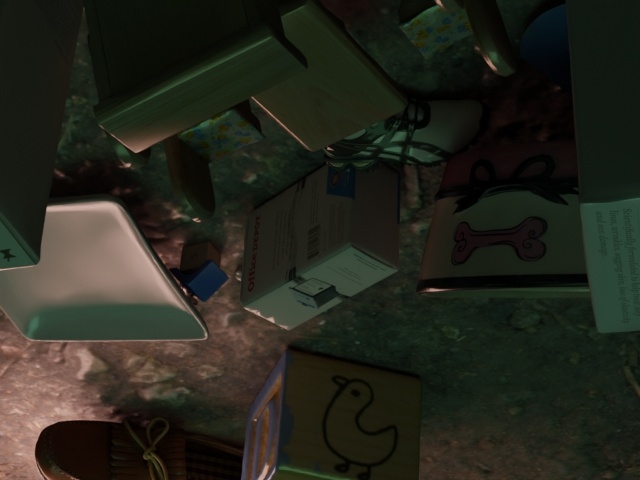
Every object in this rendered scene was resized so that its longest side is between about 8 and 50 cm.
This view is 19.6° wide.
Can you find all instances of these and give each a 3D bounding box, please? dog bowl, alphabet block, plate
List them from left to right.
[{"bbox_3d":[-0.302,0.029,2.265,0.278,0.045,0.277,-2,141,25],"label":"plate"},{"bbox_3d":[0.013,0.286,2.506,0.197,0.192,0.193,13,146,-13],"label":"alphabet block"},{"bbox_3d":[0.303,-0.018,1.952,0.408,0.150,0.408,-1,176,0],"label":"dog bowl"}]

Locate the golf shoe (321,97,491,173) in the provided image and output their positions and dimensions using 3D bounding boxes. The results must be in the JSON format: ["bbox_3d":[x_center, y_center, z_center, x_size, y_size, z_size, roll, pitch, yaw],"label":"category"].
[{"bbox_3d":[0.084,-0.127,2.012,0.198,0.077,0.094,-12,141,19],"label":"golf shoe"}]

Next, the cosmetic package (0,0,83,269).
[{"bbox_3d":[-0.356,-0.151,1.775,0.197,0.365,0.155,-8,143,16],"label":"cosmetic package"}]

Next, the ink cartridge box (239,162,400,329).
[{"bbox_3d":[0.000,0.000,2.145,0.082,0.139,0.191,27,140,-31],"label":"ink cartridge box"}]

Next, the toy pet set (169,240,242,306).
[{"bbox_3d":[-0.126,0.056,2.302,0.122,0.065,0.114,-13,141,22],"label":"toy pet set"}]

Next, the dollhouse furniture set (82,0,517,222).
[{"bbox_3d":[-0.046,-0.163,1.711,0.362,0.256,0.394,-24,148,18],"label":"dollhouse furniture set"}]

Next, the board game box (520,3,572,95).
[{"bbox_3d":[0.292,-0.202,1.924,0.169,0.033,0.133,33,141,-27],"label":"board game box"}]

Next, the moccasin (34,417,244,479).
[{"bbox_3d":[-0.220,0.326,2.629,0.380,0.139,0.147,20,141,-22],"label":"moccasin"}]

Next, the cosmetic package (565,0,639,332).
[{"bbox_3d":[0.294,-0.136,1.605,0.156,0.385,0.217,-4,144,11],"label":"cosmetic package"}]
